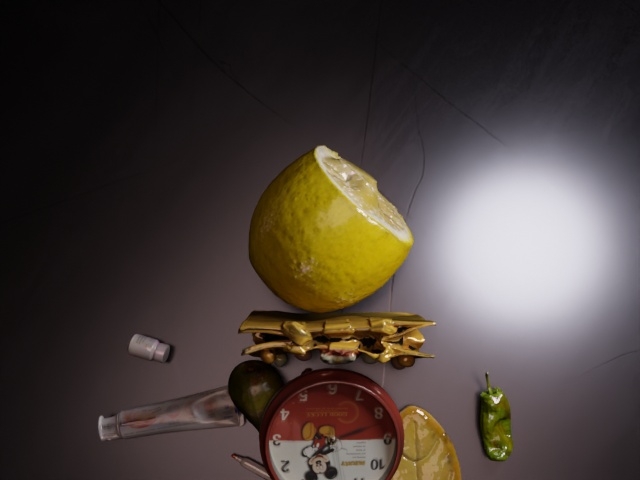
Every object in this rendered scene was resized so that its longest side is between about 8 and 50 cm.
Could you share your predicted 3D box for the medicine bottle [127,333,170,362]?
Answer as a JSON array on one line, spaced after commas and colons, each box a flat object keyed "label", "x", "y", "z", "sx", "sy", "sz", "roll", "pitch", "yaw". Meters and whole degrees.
[{"label": "medicine bottle", "x": -0.405, "y": 0.256, "z": 1.524, "sx": 0.089, "sy": 0.052, "sz": 0.052, "roll": 15, "pitch": 79, "yaw": 6}]

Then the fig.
[{"label": "fig", "x": -0.130, "y": 0.360, "z": 1.475, "sx": 0.133, "sy": 0.184, "sz": 0.126, "roll": 4, "pitch": 44, "yaw": 41}]

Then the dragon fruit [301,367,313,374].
[{"label": "dragon fruit", "x": 0.015, "y": 0.339, "z": 1.482, "sx": 0.097, "sy": 0.063, "sz": 0.131, "roll": -36, "pitch": 79, "yaw": -5}]

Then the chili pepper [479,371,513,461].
[{"label": "chili pepper", "x": 0.394, "y": 0.387, "z": 1.451, "sx": 0.072, "sy": 0.073, "sz": 0.203, "roll": -4, "pitch": 89, "yaw": -16}]

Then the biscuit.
[{"label": "biscuit", "x": 0.212, "y": 0.503, "z": 1.447, "sx": 0.203, "sy": 0.041, "sz": 0.259, "roll": -2, "pitch": 82, "yaw": 4}]

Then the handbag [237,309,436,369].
[{"label": "handbag", "x": 0.034, "y": 0.214, "z": 1.396, "sx": 0.401, "sy": 0.283, "sz": 0.132, "roll": 1, "pitch": 82, "yaw": 1}]

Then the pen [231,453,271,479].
[{"label": "pen", "x": -0.107, "y": 0.539, "z": 1.465, "sx": 0.218, "sy": 0.026, "sz": 0.026, "roll": 26, "pitch": 81, "yaw": 8}]

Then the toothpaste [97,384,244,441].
[{"label": "toothpaste", "x": -0.341, "y": 0.404, "z": 1.488, "sx": 0.323, "sy": 0.066, "sz": 0.100, "roll": -9, "pitch": 73, "yaw": -4}]

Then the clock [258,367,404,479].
[{"label": "clock", "x": 0.024, "y": 0.431, "z": 1.406, "sx": 0.319, "sy": 0.080, "sz": 0.318, "roll": 0, "pitch": 98, "yaw": -3}]

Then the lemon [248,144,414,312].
[{"label": "lemon", "x": 0.000, "y": 0.000, "z": 1.419, "sx": 0.365, "sy": 0.364, "sz": 0.363, "roll": -1, "pitch": 78, "yaw": 3}]
